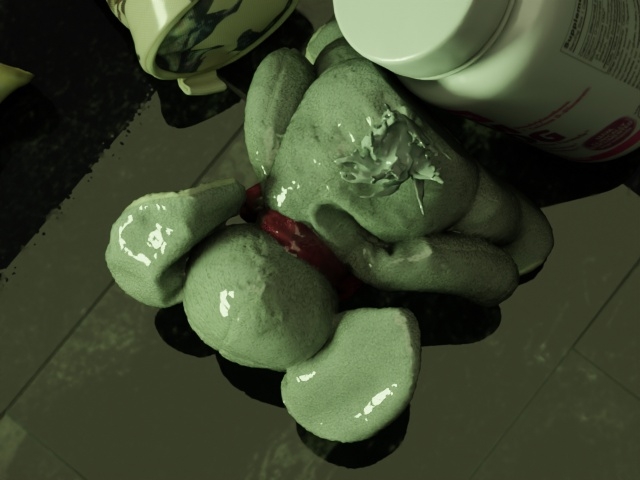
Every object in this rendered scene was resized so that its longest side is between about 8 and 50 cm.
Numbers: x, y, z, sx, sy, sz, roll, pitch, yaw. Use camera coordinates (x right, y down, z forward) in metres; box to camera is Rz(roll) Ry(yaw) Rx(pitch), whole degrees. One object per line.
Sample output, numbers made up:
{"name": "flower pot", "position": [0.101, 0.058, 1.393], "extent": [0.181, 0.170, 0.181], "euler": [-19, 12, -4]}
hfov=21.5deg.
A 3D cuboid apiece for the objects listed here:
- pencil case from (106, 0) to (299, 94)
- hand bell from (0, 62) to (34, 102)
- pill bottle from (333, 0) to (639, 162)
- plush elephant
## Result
{"name": "pencil case", "position": [-0.184, -0.318, 1.411], "extent": [0.160, 0.183, 0.410], "euler": [-31, 78, -34]}
{"name": "hand bell", "position": [-0.333, -0.043, 1.397], "extent": [0.126, 0.126, 0.242], "euler": [18, 91, 5]}
{"name": "pill bottle", "position": [0.148, -0.164, 1.287], "extent": [0.160, 0.283, 0.160], "euler": [-11, 73, 38]}
{"name": "plush elephant", "position": [0.000, 0.000, 1.295], "extent": [0.255, 0.330, 0.272], "euler": [-44, 87, 11]}
